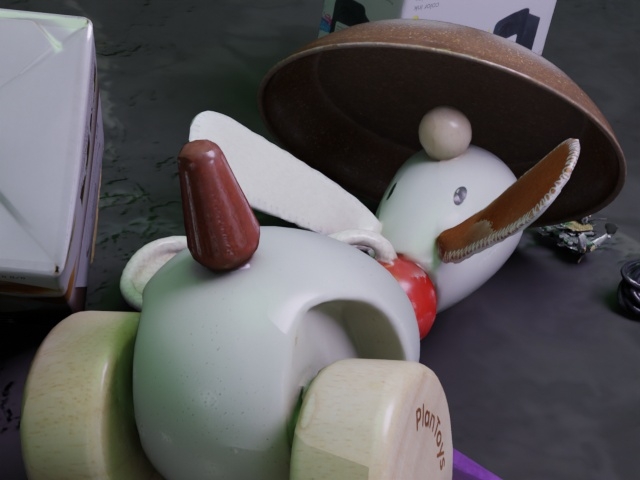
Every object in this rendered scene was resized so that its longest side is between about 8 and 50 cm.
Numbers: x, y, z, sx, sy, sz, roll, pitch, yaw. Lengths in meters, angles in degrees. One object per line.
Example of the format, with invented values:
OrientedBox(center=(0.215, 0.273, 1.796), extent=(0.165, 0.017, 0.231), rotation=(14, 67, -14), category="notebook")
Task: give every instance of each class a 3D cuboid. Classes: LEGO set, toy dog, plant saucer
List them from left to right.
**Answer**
OrientedBox(center=(0.000, 0.000, 0.652), extent=(0.220, 0.161, 0.334), rotation=(-2, 23, 3), category="toy dog")
OrientedBox(center=(0.066, -0.065, 0.823), extent=(0.198, 0.198, 0.036), rotation=(13, 68, 7), category="plant saucer")
OrientedBox(center=(0.146, -0.007, 0.906), extent=(0.054, 0.023, 0.083), rotation=(20, 20, 14), category="LEGO set")

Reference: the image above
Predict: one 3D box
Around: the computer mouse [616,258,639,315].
OrientedBox(center=(0.265, 0.043, 0.833), extent=(0.193, 0.042, 0.106), rotation=(23, 30, 32), category="computer mouse")

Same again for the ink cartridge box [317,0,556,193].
OrientedBox(center=(0.069, -0.126, 0.926), extent=(0.127, 0.175, 0.072), rotation=(-16, 42, -34), category="ink cartridge box")

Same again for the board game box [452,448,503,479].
OrientedBox(center=(-0.007, 0.192, 0.525), extent=(0.208, 0.056, 0.347), rotation=(27, 36, 33), category="board game box")

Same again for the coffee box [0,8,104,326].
OrientedBox(center=(-0.166, -0.024, 0.654), extent=(0.141, 0.098, 0.246), rotation=(6, -8, -5), category="coffee box")
